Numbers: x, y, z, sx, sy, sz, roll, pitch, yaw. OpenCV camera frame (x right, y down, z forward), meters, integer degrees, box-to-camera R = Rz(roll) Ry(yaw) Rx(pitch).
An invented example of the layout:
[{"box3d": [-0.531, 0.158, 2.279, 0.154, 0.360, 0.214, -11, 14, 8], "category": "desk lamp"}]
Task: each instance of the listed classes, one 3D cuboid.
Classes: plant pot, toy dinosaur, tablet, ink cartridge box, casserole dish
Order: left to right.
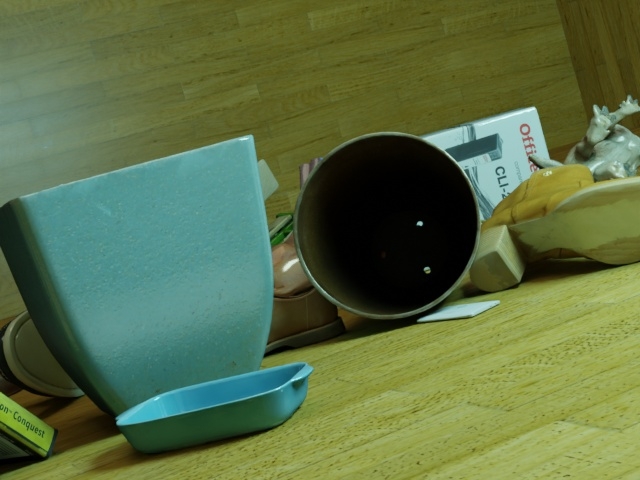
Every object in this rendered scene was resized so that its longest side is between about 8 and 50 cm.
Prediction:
[{"box3d": [-0.184, 0.050, 1.199, 0.247, 0.252, 0.248, -18, 5, -21], "category": "plant pot"}, {"box3d": [-0.091, 0.151, 1.007, 0.188, 0.037, 0.114, -14, 4, 16], "category": "casserole dish"}, {"box3d": [0.095, -0.003, 1.391, 0.215, 0.215, 0.230, -15, -10, 9], "category": "plant pot"}, {"box3d": [0.152, 0.078, 1.254, 0.054, 0.006, 0.083, -19, 6, -42], "category": "tablet"}, {"box3d": [0.220, -0.077, 1.746, 0.273, 0.197, 0.114, -16, 6, -2], "category": "ink cartridge box"}, {"box3d": [0.386, -0.092, 1.581, 0.295, 0.127, 0.200, -21, -18, -36], "category": "toy dinosaur"}]

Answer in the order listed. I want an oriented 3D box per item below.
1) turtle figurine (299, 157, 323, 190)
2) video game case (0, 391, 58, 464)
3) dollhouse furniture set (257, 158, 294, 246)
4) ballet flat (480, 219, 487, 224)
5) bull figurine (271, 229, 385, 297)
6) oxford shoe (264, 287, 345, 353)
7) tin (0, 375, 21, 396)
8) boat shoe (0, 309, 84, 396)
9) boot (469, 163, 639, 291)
[{"box3d": [0.039, -0.008, 2.198, 0.197, 0.275, 0.266, 6, 18, -18], "category": "turtle figurine"}, {"box3d": [-0.437, 0.156, 1.098, 0.275, 0.248, 0.035, -13, 48, 32], "category": "video game case"}, {"box3d": [-0.187, -0.051, 2.100, 0.301, 0.197, 0.151, 0, 37, 50], "category": "dollhouse furniture set"}, {"box3d": [0.313, -0.021, 1.498, 0.232, 0.073, 0.080, -14, 5, 23], "category": "ballet flat"}, {"box3d": [0.000, 0.000, 1.923, 0.310, 0.101, 0.188, -25, 38, -31], "category": "bull figurine"}, {"box3d": [-0.082, 0.103, 1.353, 0.212, 0.076, 0.076, -18, 6, -5], "category": "oxford shoe"}, {"box3d": [-0.534, 0.229, 1.658, 0.189, 0.040, 0.106, -16, 8, -4], "category": "tin"}, {"box3d": [-0.358, 0.145, 1.488, 0.113, 0.127, 0.340, -16, 2, 13], "category": "boat shoe"}, {"box3d": [0.315, -0.047, 1.353, 0.295, 0.104, 0.211, -22, 18, 30], "category": "boot"}]
